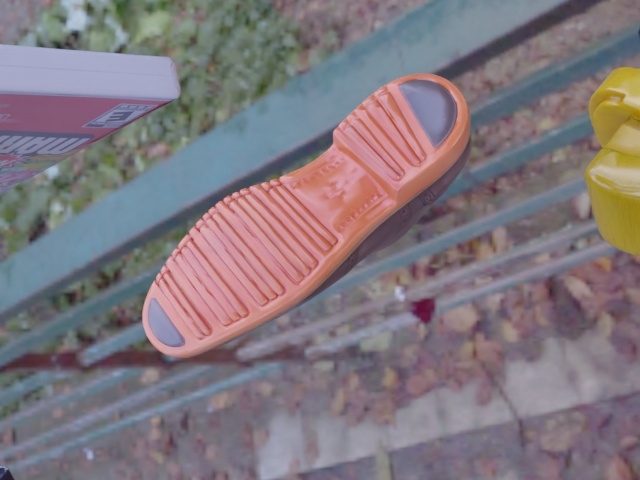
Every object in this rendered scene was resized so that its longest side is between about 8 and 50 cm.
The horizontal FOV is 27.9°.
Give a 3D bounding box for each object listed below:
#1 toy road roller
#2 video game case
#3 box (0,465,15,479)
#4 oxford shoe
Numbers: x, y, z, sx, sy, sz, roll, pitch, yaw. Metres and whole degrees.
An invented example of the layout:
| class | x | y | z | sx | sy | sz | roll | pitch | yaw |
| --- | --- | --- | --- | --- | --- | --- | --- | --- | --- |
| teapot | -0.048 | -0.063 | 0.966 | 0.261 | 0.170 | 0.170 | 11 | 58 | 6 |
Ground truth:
| class | x | y | z | sx | sy | sz | roll | pitch | yaw |
| --- | --- | --- | --- | --- | --- | --- | --- | --- | --- |
| toy road roller | 0.427 | -0.078 | 1.342 | 0.329 | 0.202 | 0.240 | 31 | 74 | 35 |
| video game case | -0.239 | -0.042 | 0.681 | 0.285 | 0.204 | 0.025 | -20 | 79 | 43 |
| box | -0.323 | 0.377 | 1.011 | 0.183 | 0.296 | 0.294 | -2 | 123 | 35 |
| oxford shoe | 0.000 | 0.000 | 1.212 | 0.364 | 0.132 | 0.130 | -35 | 62 | -2 |
